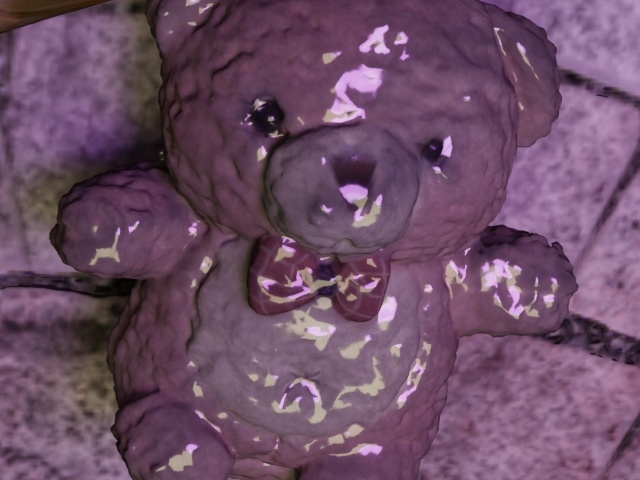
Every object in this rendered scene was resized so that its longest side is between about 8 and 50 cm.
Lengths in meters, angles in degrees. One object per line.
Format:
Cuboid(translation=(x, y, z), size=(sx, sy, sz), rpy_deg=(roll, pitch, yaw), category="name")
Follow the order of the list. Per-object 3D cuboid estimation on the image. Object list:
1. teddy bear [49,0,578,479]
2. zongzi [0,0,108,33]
Cuboid(translation=(0.000, 0.000, 0.694), size=(0.236, 0.151, 0.267), rpy_deg=(13, 122, -11), category="teddy bear")
Cuboid(translation=(-0.076, -0.235, 0.583), size=(0.260, 0.123, 0.289), rpy_deg=(-20, 83, -30), category="zongzi")
